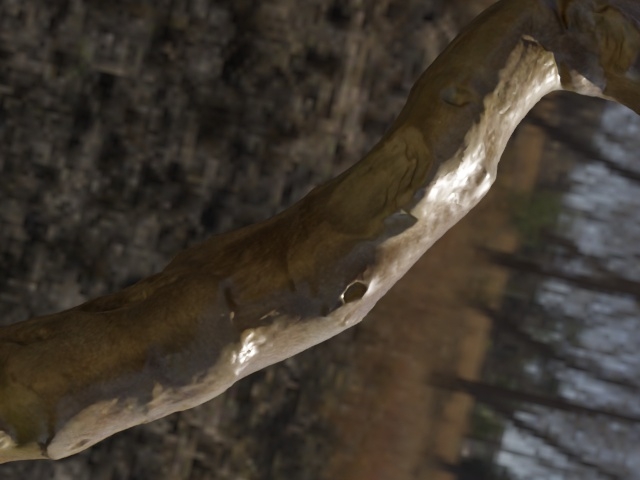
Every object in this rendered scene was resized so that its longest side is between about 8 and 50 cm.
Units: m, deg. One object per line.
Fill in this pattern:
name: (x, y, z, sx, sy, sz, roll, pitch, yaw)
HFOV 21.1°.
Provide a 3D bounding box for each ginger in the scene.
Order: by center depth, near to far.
ginger: (0.000, 0.000, 0.542, 0.075, 0.288, 0.089, 61, 0, 2)
